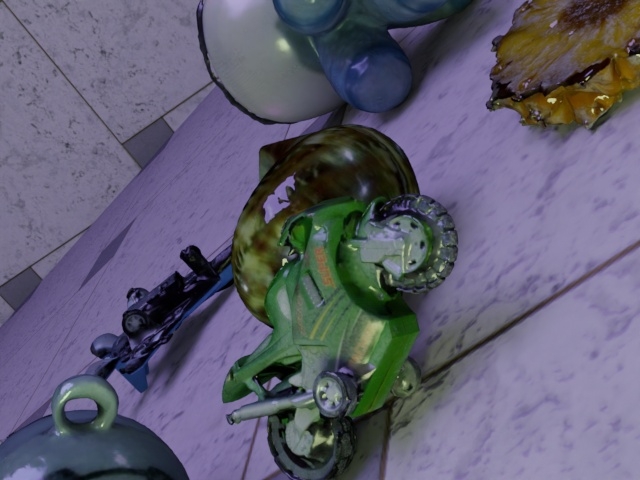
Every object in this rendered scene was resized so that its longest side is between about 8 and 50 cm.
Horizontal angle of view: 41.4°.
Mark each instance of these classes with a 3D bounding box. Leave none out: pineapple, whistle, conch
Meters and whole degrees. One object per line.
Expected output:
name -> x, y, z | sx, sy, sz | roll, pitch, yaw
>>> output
pineapple -> 0.201, -0.157, 0.565 | 0.221, 0.047, 0.221 | -40, 23, 21
whistle -> -0.163, 0.220, 0.564 | 0.163, 0.164, 0.289 | -113, 29, -70
conch -> 0.003, 0.001, 0.604 | 0.187, 0.124, 0.181 | 107, 175, -52

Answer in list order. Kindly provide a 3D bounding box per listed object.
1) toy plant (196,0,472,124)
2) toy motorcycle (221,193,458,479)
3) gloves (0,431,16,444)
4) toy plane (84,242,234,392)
toy plant -> 0.033, -0.256, 0.918 | 0.247, 0.247, 0.332 | -56, 25, -18
toy motorcycle -> 0.004, 0.046, 0.479 | 0.106, 0.074, 0.190 | 39, 117, 31
gloves -> -0.416, 0.303, 1.084 | 0.153, 0.070, 0.114 | -26, 24, 52
toy plane -> -0.158, 0.063, 0.922 | 0.246, 0.078, 0.169 | -48, 17, 8
